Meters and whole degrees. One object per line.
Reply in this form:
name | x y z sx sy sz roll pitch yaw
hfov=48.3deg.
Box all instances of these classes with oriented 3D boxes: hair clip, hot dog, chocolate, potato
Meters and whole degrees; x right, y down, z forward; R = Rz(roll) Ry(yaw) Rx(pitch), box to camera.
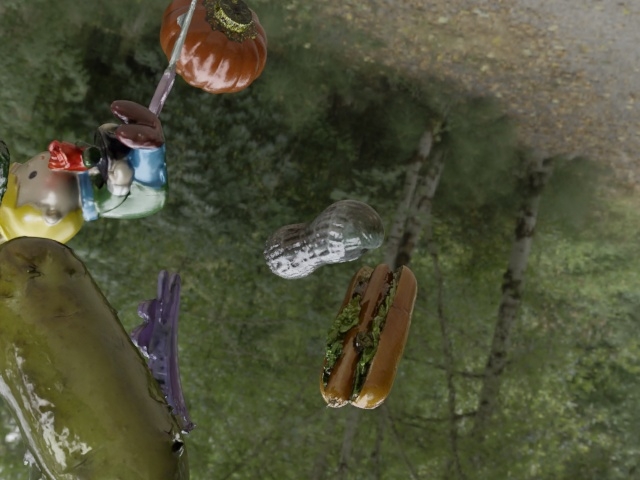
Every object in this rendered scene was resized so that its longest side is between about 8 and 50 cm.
hair clip | -0.277 0.192 1.221 0.090 0.278 0.137 -10 169 15
hot dog | 0.080 0.153 1.215 0.135 0.337 0.100 3 129 20
chocolate | 0.000 0.000 1.246 0.248 0.110 0.110 -20 160 28
potato | -0.138 0.085 0.406 0.085 0.188 0.105 -25 176 -29

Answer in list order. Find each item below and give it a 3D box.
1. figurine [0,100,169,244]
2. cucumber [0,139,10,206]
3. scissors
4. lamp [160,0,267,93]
figurine | -0.304 -0.072 0.856 0.234 0.127 0.185 -7 154 -17
cucumber | -0.315 -0.001 0.605 0.068 0.067 0.293 14 136 -31
scissors | -0.221 -0.270 1.064 0.021 0.212 0.110 20 -145 -11
lamp | -0.212 -0.400 1.433 0.223 0.223 0.196 14 146 -29
